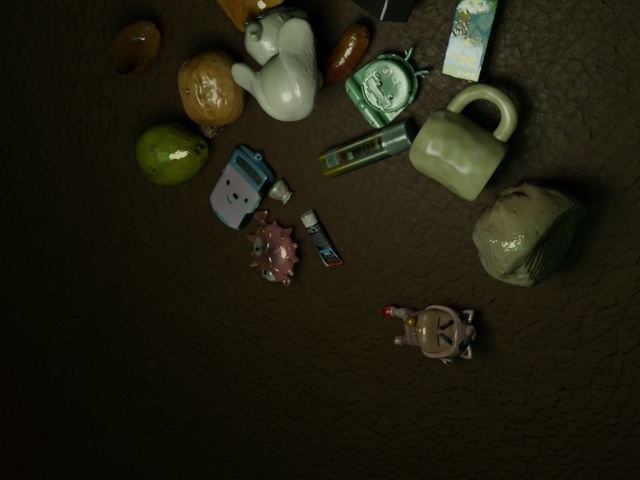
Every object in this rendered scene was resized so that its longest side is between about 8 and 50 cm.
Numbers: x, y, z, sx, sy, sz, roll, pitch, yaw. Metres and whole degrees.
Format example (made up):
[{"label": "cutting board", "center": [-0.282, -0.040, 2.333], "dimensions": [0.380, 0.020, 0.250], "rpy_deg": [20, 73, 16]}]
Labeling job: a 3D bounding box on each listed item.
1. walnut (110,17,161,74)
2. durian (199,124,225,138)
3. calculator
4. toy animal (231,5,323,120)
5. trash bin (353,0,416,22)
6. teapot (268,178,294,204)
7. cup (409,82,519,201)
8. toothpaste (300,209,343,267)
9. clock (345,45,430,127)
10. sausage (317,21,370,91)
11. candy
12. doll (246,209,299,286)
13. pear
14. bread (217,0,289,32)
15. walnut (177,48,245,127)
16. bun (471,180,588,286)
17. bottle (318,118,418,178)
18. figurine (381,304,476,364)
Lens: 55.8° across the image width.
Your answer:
[{"label": "walnut", "center": [-0.566, -0.588, 1.851], "dimensions": [0.137, 0.137, 0.245], "rpy_deg": [51, 134, -1]}, {"label": "durian", "center": [-0.329, -0.350, 1.862], "dimensions": [0.091, 0.080, 0.080], "rpy_deg": [30, 129, 46]}, {"label": "calculator", "center": [-0.252, -0.166, 1.919], "dimensions": [0.173, 0.051, 0.293], "rpy_deg": [46, 127, 14]}, {"label": "toy animal", "center": [-0.096, -0.457, 1.546], "dimensions": [0.289, 0.174, 0.249], "rpy_deg": [46, 121, 24]}, {"label": "trash bin", "center": [0.171, -0.645, 1.403], "dimensions": [0.165, 0.115, 0.226], "rpy_deg": [50, 138, 36]}, {"label": "teapot", "center": [-0.120, -0.144, 1.868], "dimensions": [0.064, 0.064, 0.083], "rpy_deg": [39, 158, -1]}, {"label": "cup", "center": [0.349, -0.241, 1.470], "dimensions": [0.202, 0.173, 0.255], "rpy_deg": [34, 140, 9]}, {"label": "toothpaste", "center": [0.000, 0.000, 1.877], "dimensions": [0.071, 0.045, 0.194], "rpy_deg": [-16, 111, 42]}, {"label": "clock", "center": [0.178, -0.407, 1.567], "dimensions": [0.211, 0.066, 0.159], "rpy_deg": [-36, 93, 35]}, {"label": "sausage", "center": [0.018, -0.468, 1.619], "dimensions": [0.302, 0.076, 0.103], "rpy_deg": [-24, 100, 35]}, {"label": "candy", "center": [0.357, -0.482, 1.434], "dimensions": [0.097, 0.062, 0.195], "rpy_deg": [20, 121, 19]}, {"label": "doll", "center": [-0.152, 0.024, 1.932], "dimensions": [0.211, 0.093, 0.262], "rpy_deg": [-22, 84, 40]}, {"label": "pear", "center": [-0.469, -0.276, 1.902], "dimensions": [0.269, 0.212, 0.213], "rpy_deg": [3, 114, 35]}, {"label": "bread", "center": [-0.228, -0.717, 1.591], "dimensions": [0.195, 0.149, 0.344], "rpy_deg": [-38, 91, 35]}, {"label": "walnut", "center": [-0.312, -0.437, 1.748], "dimensions": [0.195, 0.195, 0.222], "rpy_deg": [3, 106, 28]}, {"label": "bun", "center": [0.491, -0.026, 1.481], "dimensions": [0.204, 0.281, 0.282], "rpy_deg": [38, 130, 40]}, {"label": "bottle", "center": [0.129, -0.249, 1.659], "dimensions": [0.286, 0.082, 0.082], "rpy_deg": [-17, 104, 34]}, {"label": "figurine", "center": [0.308, 0.269, 1.759], "dimensions": [0.287, 0.186, 0.176], "rpy_deg": [6, 91, 45]}]
